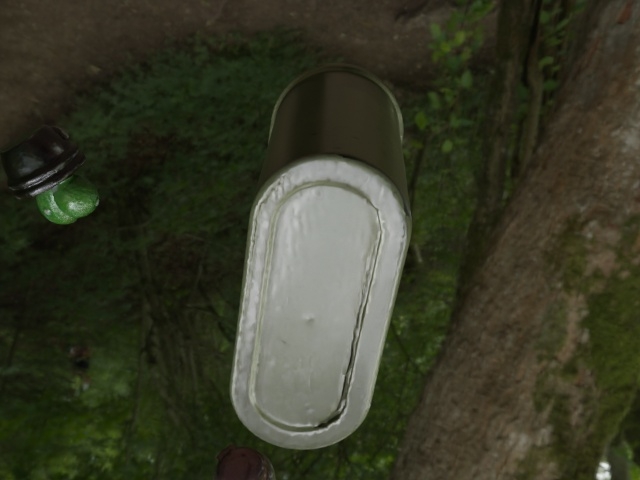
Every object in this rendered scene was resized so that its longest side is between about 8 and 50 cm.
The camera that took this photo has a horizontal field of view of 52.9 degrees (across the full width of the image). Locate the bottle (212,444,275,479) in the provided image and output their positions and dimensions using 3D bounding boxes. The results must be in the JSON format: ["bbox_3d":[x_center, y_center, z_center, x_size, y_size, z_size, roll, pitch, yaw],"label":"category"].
[{"bbox_3d":[-0.132,0.428,1.133,0.110,0.110,0.233,16,150,8],"label":"bottle"}]

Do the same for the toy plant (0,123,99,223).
[{"bbox_3d":[-0.605,-0.135,1.457,0.218,0.175,0.235,6,133,48],"label":"toy plant"}]

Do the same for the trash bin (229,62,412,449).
[{"bbox_3d":[0.000,0.000,0.521,0.121,0.243,0.247,9,-153,-1],"label":"trash bin"}]
